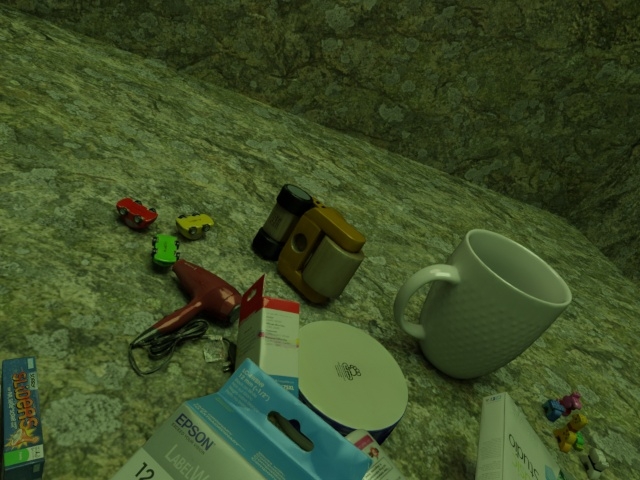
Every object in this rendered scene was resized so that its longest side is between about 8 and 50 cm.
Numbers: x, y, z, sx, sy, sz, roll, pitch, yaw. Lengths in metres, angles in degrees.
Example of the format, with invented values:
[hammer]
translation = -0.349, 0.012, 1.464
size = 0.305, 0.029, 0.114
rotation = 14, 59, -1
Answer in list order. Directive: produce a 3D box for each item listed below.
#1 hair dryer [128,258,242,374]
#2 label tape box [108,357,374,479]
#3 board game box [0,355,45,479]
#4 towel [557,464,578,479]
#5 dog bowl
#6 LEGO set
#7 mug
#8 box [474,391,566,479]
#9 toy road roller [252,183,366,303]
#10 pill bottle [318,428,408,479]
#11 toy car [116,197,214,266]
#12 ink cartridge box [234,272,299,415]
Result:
[hair dryer]
translation = -0.264, 0.139, 0.903
size = 0.224, 0.080, 0.293
rotation = 11, 33, -27
[label tape box]
translation = -0.120, 0.335, 0.536
size = 0.249, 0.115, 0.347
rotation = 35, 61, 15
[board game box]
translation = -0.361, 0.257, 0.522
size = 0.035, 0.201, 0.136
rotation = 1, 39, -37
[towel]
translation = 0.475, 0.564, 0.846
size = 0.312, 0.056, 0.324
rotation = 33, 30, 12
[dog bowl]
translation = 0.037, 0.291, 0.879
size = 0.265, 0.104, 0.265
rotation = 20, 31, -12
[LEGO set]
translation = 0.640, 0.459, 1.100
size = 0.087, 0.093, 0.227
rotation = 22, 30, -7
[mug]
translation = 0.359, 0.171, 1.095
size = 0.374, 0.328, 0.276
rotation = 14, 32, -20
[box]
translation = 0.346, 0.452, 0.734
size = 0.232, 0.058, 0.322
rotation = 54, 33, -7
[toy road roller]
translation = 0.000, 0.000, 1.219
size = 0.329, 0.202, 0.241
rotation = 43, 23, 28
[pill bottle]
translation = 0.099, 0.441, 0.638
size = 0.160, 0.160, 0.283
rotation = -11, 46, -47
[toy car]
translation = -0.381, -0.006, 1.067
size = 0.239, 0.053, 0.225
rotation = 11, 34, -24
[ink cartridge box]
translation = -0.100, 0.193, 0.810
size = 0.078, 0.134, 0.231
rotation = 15, 57, -25
